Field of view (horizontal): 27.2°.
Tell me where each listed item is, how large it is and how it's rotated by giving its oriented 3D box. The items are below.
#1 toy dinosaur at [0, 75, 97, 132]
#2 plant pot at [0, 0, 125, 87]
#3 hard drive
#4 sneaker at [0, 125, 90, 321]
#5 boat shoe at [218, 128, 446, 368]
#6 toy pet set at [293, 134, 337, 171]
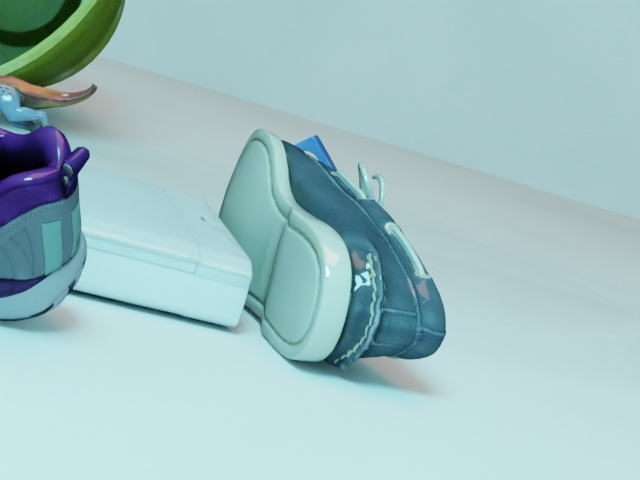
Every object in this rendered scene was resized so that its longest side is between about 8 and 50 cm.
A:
[{"bbox_3d":[-0.187,-0.083,0.742,0.082,0.090,0.047,48,-12,-6],"label":"toy dinosaur"},{"bbox_3d":[-0.335,-0.292,1.290,0.366,0.366,0.353,17,-4,2],"label":"plant pot"},{"bbox_3d":[-0.202,-0.029,0.716,0.307,0.040,0.203,15,8,-16],"label":"hard drive"},{"bbox_3d":[-0.200,-0.045,0.545,0.224,0.098,0.083,16,48,-4],"label":"sneaker"},{"bbox_3d":[0.000,0.000,0.739,0.079,0.095,0.254,13,11,-19],"label":"boat shoe"},{"bbox_3d":[-0.010,-0.064,1.246,0.122,0.065,0.114,18,8,3],"label":"toy pet set"}]
